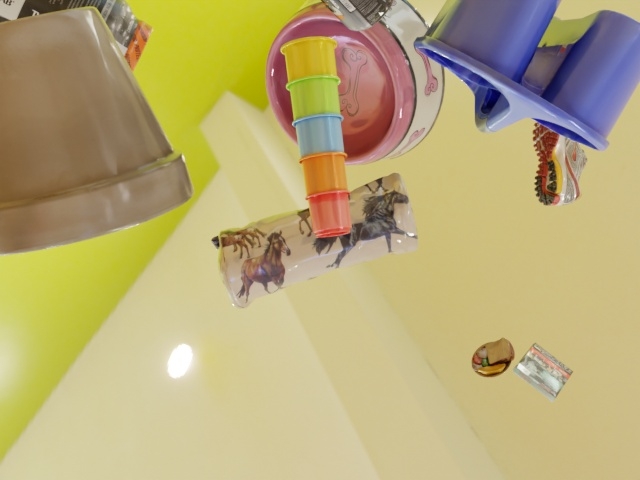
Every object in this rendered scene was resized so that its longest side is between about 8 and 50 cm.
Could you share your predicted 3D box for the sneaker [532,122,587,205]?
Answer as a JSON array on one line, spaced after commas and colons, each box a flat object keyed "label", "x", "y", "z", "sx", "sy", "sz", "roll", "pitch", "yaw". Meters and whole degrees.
[{"label": "sneaker", "x": 0.490, "y": -0.181, "z": 1.822, "sx": 0.088, "sy": 0.093, "sz": 0.225, "roll": -177, "pitch": -91, "yaw": -65}]

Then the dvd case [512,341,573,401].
[{"label": "dvd case", "x": 0.394, "y": 0.231, "z": 1.578, "sx": 0.087, "sy": 0.119, "sz": 0.013, "roll": 38, "pitch": -61, "yaw": 14}]

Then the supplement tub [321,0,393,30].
[{"label": "supplement tub", "x": 0.037, "y": -0.475, "z": 1.595, "sx": 0.117, "sy": 0.190, "sz": 0.117, "roll": -28, "pitch": -138, "yaw": 28}]

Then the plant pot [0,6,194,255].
[{"label": "plant pot", "x": -0.364, "y": -0.159, "z": 1.220, "sx": 0.323, "sy": 0.323, "sz": 0.280, "roll": 8, "pitch": -65, "yaw": 56}]

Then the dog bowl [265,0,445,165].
[{"label": "dog bowl", "x": 0.056, "y": -0.344, "z": 1.943, "sx": 0.408, "sy": 0.408, "sz": 0.150, "roll": -28, "pitch": -172, "yaw": 40}]

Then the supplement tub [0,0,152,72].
[{"label": "supplement tub", "x": -0.515, "y": -0.424, "z": 1.741, "sx": 0.207, "sy": 0.338, "sz": 0.207, "roll": -55, "pitch": -160, "yaw": 30}]

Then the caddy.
[{"label": "caddy", "x": 0.237, "y": -0.207, "z": 1.059, "sx": 0.179, "sy": 0.241, "sz": 0.341, "roll": -60, "pitch": -175, "yaw": 11}]

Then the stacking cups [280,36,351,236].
[{"label": "stacking cups", "x": 0.001, "y": -0.164, "z": 1.454, "sx": 0.096, "sy": 0.096, "sz": 0.316, "roll": -10, "pitch": -94, "yaw": 50}]

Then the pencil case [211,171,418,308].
[{"label": "pencil case", "x": 0.000, "y": 0.000, "z": 1.743, "sx": 0.410, "sy": 0.160, "sz": 0.183, "roll": -19, "pitch": 180, "yaw": -4}]

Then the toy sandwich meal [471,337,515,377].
[{"label": "toy sandwich meal", "x": 0.315, "y": 0.214, "z": 1.643, "sx": 0.086, "sy": 0.029, "sz": 0.085, "roll": -17, "pitch": -135, "yaw": 18}]
